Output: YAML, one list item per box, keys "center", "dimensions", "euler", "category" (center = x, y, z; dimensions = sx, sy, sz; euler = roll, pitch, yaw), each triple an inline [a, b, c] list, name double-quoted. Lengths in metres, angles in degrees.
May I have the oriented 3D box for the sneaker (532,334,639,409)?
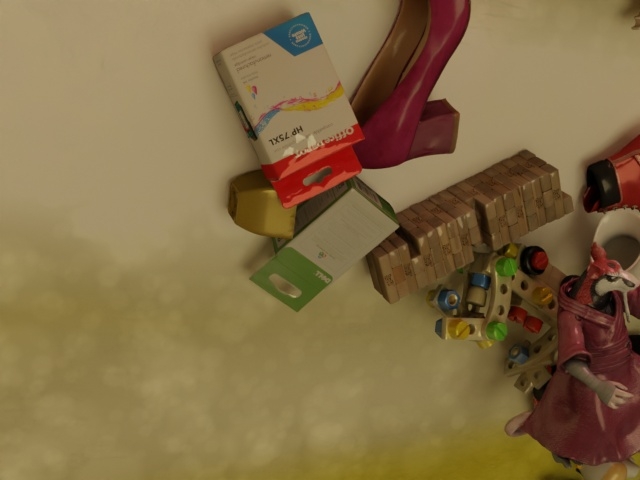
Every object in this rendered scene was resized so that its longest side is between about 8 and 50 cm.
- center: [0.510, 0.274, 1.979]
  dimensions: [0.270, 0.090, 0.145]
  euler: [-18, 122, -13]
  category: "sneaker"

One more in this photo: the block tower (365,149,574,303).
- center: [0.224, -0.028, 1.689]
  dimensions: [0.335, 0.091, 0.097]
  euler: [-25, 123, -14]
  category: "block tower"

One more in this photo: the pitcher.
- center: [0.505, 0.067, 1.821]
  dimensions: [0.178, 0.125, 0.207]
  euler: [-62, 146, -8]
  category: "pitcher"

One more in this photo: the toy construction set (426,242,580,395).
- center: [0.319, 0.126, 1.774]
  dimensions: [0.327, 0.151, 0.215]
  euler: [39, 69, -42]
  category: "toy construction set"

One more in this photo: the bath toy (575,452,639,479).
- center: [0.567, 0.359, 2.031]
  dimensions: [0.129, 0.151, 0.348]
  euler: [33, 98, 1]
  category: "bath toy"

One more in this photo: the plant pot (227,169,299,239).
- center: [-0.085, -0.053, 1.536]
  dimensions: [0.083, 0.081, 0.081]
  euler: [-1, 114, -19]
  category: "plant pot"

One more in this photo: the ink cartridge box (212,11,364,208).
- center: [-0.034, -0.169, 1.454]
  dimensions: [0.134, 0.078, 0.231]
  euler: [-27, 100, -12]
  category: "ink cartridge box"

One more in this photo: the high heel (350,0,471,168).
- center: [0.102, -0.275, 1.495]
  dimensions: [0.181, 0.127, 0.377]
  euler: [-9, 113, -14]
  category: "high heel"

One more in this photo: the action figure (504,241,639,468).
- center: [0.436, 0.162, 1.700]
  dimensions: [0.248, 0.275, 0.370]
  euler: [-27, 117, -30]
  category: "action figure"

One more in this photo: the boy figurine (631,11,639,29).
- center: [0.522, -0.402, 1.653]
  dimensions: [0.285, 0.092, 0.177]
  euler: [6, 108, -25]
  category: "boy figurine"

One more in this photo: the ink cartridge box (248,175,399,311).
- center: [0.000, 0.000, 1.598]
  dimensions: [0.209, 0.062, 0.109]
  euler: [-41, 126, 17]
  category: "ink cartridge box"

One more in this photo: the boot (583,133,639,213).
- center: [0.535, -0.060, 1.836]
  dimensions: [0.176, 0.088, 0.244]
  euler: [-32, 123, -1]
  category: "boot"
